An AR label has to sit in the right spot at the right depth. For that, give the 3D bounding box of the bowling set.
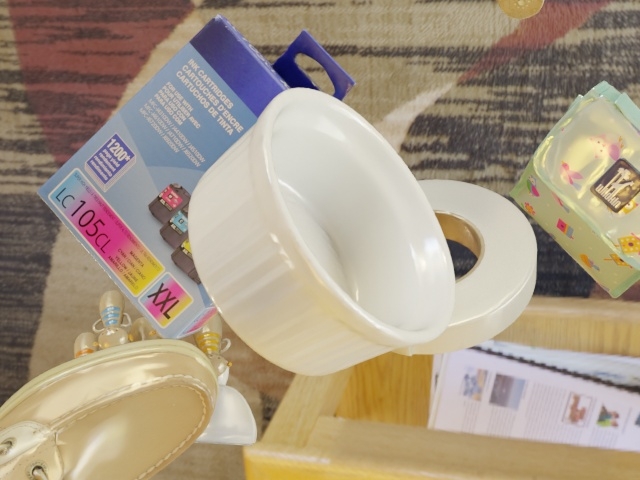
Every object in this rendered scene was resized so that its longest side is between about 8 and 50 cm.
[{"bbox_3d":[-0.309,0.147,1.299,0.287,0.154,0.199,-14,131,-5],"label":"bowling set"}]

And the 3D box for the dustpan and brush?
[{"bbox_3d":[-0.189,0.300,1.452,0.148,0.211,0.060,5,137,-4],"label":"dustpan and brush"}]

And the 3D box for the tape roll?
[{"bbox_3d":[0.193,0.037,1.398,0.392,0.392,0.072,2,135,15],"label":"tape roll"}]

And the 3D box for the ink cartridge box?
[{"bbox_3d":[-0.128,-0.099,1.023,0.395,0.151,0.270,-43,86,6],"label":"ink cartridge box"}]

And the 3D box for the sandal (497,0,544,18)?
[{"bbox_3d":[0.207,-0.341,0.879,0.088,0.079,0.240,-10,137,27],"label":"sandal"}]

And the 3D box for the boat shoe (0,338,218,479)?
[{"bbox_3d":[-0.218,0.194,0.552,0.341,0.110,0.121,-31,121,-11],"label":"boat shoe"}]

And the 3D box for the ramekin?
[{"bbox_3d":[0.000,0.000,0.774,0.135,0.277,0.277,-33,100,31],"label":"ramekin"}]

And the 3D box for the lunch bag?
[{"bbox_3d":[0.390,-0.069,1.008,0.160,0.262,0.223,-39,77,-11],"label":"lunch bag"}]
